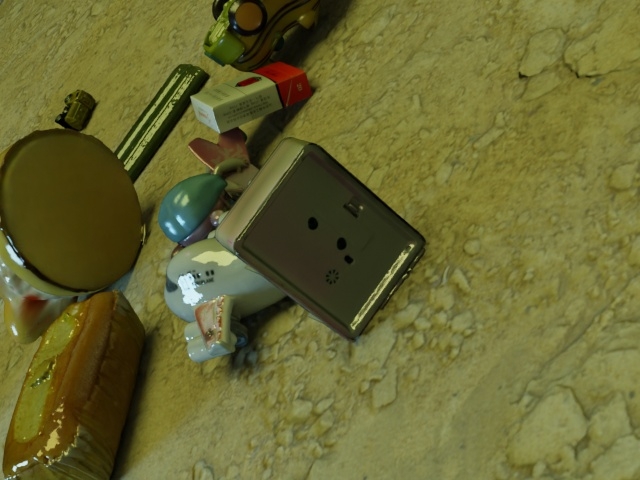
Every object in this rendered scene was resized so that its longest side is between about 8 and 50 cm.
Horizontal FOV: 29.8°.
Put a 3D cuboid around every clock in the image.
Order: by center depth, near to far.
[{"bbox_3d":[0.000,0.000,1.295,0.147,0.192,0.071,-54,29,-5],"label":"clock"}]

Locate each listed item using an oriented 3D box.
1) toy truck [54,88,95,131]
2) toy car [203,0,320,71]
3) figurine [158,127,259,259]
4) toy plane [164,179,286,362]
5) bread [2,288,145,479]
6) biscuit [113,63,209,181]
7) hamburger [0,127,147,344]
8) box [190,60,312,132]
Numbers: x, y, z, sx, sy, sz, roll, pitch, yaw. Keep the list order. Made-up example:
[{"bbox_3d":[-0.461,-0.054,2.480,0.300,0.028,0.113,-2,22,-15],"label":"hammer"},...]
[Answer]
[{"bbox_3d":[-0.486,-0.260,2.396,0.054,0.049,0.083,-15,46,44],"label":"toy truck"},{"bbox_3d":[-0.070,-0.361,1.843,0.248,0.142,0.200,-55,20,8],"label":"toy car"},{"bbox_3d":[-0.173,-0.070,1.703,0.205,0.103,0.260,-31,25,28],"label":"figurine"},{"bbox_3d":[-0.099,0.034,1.466,0.252,0.118,0.252,-33,37,29],"label":"toy plane"},{"bbox_3d":[-0.319,0.205,1.582,0.152,0.119,0.288,-25,37,30],"label":"bread"},{"bbox_3d":[-0.309,-0.172,2.070,0.322,0.038,0.099,-55,33,-8],"label":"biscuit"},{"bbox_3d":[-0.416,-0.003,1.841,0.186,0.261,0.303,-29,77,43],"label":"hamburger"},{"bbox_3d":[-0.102,-0.210,1.752,0.152,0.048,0.100,-22,27,-18],"label":"box"}]
